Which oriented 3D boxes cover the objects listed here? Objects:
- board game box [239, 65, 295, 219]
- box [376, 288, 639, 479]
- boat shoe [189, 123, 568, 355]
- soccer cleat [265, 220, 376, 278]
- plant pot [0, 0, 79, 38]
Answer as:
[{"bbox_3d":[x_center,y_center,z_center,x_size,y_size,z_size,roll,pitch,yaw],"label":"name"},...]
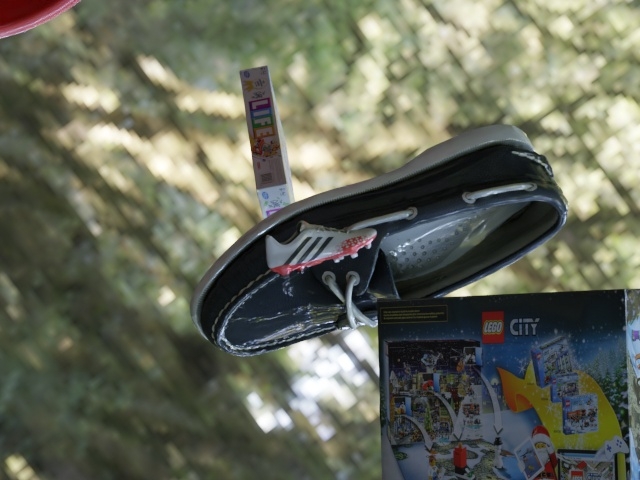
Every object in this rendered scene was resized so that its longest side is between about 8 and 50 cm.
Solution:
[{"bbox_3d":[-0.042,-0.063,1.689,0.026,0.103,0.154,-11,-134,1],"label":"board game box"},{"bbox_3d":[0.127,0.113,1.246,0.044,0.159,0.233,1,176,-38],"label":"box"},{"bbox_3d":[0.045,0.013,1.503,0.302,0.114,0.091,-31,-135,1],"label":"boat shoe"},{"bbox_3d":[0.000,0.000,1.390,0.083,0.036,0.029,-18,-172,-13],"label":"soccer cleat"},{"bbox_3d":[-0.271,-0.319,1.451,0.275,0.275,0.243,-35,-149,14],"label":"plant pot"}]
